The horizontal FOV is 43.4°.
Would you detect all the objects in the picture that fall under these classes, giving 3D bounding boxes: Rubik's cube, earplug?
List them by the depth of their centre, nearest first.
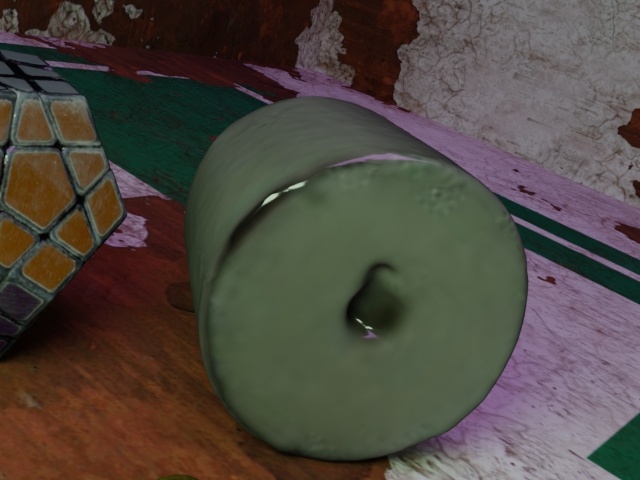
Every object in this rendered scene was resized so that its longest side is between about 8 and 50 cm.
[{"bbox_3d":[-0.346,-0.043,0.766,0.319,0.318,0.264,22,-7,13],"label":"Rubik's cube"},{"bbox_3d":[0.000,0.000,0.891,0.313,0.312,0.394,11,19,-20],"label":"earplug"}]

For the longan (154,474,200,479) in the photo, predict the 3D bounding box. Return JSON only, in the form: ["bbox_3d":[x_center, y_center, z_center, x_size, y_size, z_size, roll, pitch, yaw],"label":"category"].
[{"bbox_3d":[-0.104,0.214,0.589,0.075,0.075,0.083,-2,68,-44],"label":"longan"}]
